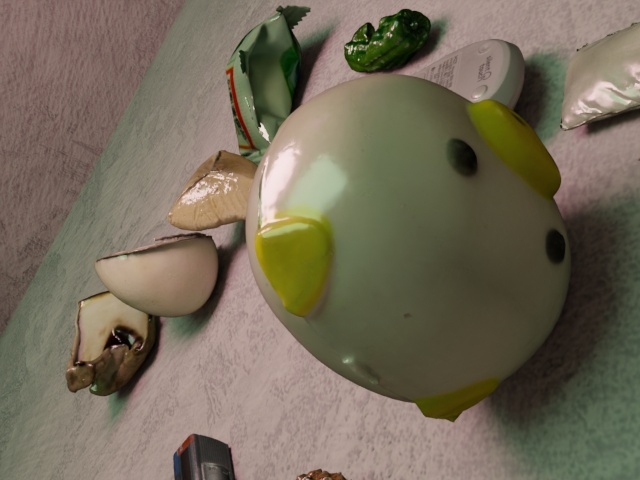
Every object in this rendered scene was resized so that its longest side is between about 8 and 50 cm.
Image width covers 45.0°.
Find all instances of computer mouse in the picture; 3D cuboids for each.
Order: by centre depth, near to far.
[{"bbox_3d":[0.174,-0.169,1.125,0.297,0.121,0.184,-21,37,33],"label":"computer mouse"}]

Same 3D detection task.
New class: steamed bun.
[{"bbox_3d":[0.097,0.002,0.840,0.334,0.374,0.334,-43,23,23],"label":"steamed bun"},{"bbox_3d":[-0.198,-0.120,1.654,0.213,0.110,0.231,7,49,26],"label":"steamed bun"}]

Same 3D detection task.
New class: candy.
[{"bbox_3d":[-0.132,-0.316,1.770,0.263,0.172,0.397,-172,85,-72],"label":"candy"}]

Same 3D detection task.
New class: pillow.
[{"bbox_3d":[0.370,-0.208,0.887,0.229,0.051,0.128,-17,51,57],"label":"pillow"}]

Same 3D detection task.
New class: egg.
[{"bbox_3d":[-0.359,0.089,1.722,0.286,0.264,0.174,-12,87,33],"label":"egg"}]

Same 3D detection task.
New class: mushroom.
[{"bbox_3d":[-0.504,0.269,1.948,0.218,0.212,0.292,-13,25,1],"label":"mushroom"}]

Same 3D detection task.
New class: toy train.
[{"bbox_3d":[-0.170,0.484,1.221,0.089,0.086,0.409,-52,30,19],"label":"toy train"}]

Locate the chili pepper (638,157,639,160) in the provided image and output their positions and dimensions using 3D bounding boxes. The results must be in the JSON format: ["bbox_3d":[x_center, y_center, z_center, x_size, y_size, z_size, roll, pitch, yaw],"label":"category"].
[{"bbox_3d":[0.403,-0.102,0.770,0.178,0.027,0.045,-22,53,53],"label":"chili pepper"}]

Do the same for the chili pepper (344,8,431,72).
[{"bbox_3d":[0.113,-0.360,1.426,0.253,0.083,0.099,9,74,66],"label":"chili pepper"}]

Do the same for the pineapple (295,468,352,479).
[{"bbox_3d":[0.052,0.352,0.937,0.237,0.111,0.119,-6,93,52],"label":"pineapple"}]
